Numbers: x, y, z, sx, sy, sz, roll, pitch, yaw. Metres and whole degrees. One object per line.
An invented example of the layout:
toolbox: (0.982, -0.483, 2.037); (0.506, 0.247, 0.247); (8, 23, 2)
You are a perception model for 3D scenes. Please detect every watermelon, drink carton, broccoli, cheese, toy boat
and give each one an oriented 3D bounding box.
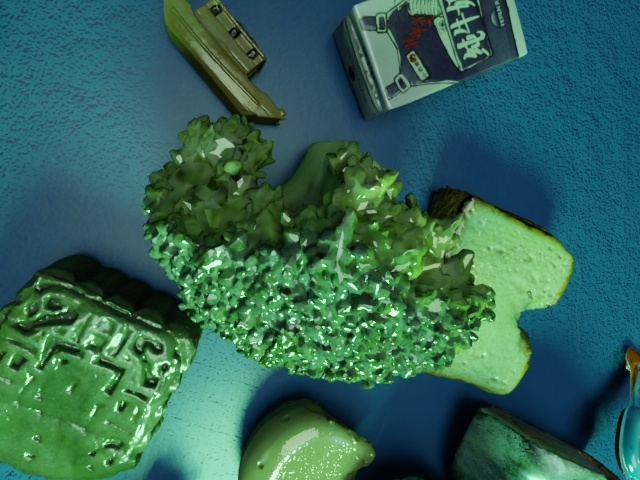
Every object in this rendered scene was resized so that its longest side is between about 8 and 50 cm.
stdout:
watermelon: (0.358, 0.412, 0.654); (0.322, 0.175, 0.188); (25, 90, -15)
drink carton: (0.145, -0.270, 0.554); (0.222, 0.102, 0.134); (-24, 105, -9)
broccoli: (-0.019, 0.013, 0.460); (0.338, 0.317, 0.277); (-21, 143, 4)
cheese: (0.563, 0.315, 0.723); (0.106, 0.037, 0.256); (36, 60, -21)
cheese: (-0.034, 0.333, 0.588); (0.175, 0.091, 0.202); (34, 89, -17)
toy boat: (-0.116, -0.229, 0.514); (0.077, 0.057, 0.200); (-44, 105, -12)

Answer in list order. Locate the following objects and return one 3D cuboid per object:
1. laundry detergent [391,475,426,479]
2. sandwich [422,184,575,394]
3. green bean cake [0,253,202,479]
laundry detergent: (0.139, 0.523, 0.553); (0.287, 0.287, 0.305); (42, 86, -15)
sandwich: (0.244, 0.085, 0.625); (0.249, 0.095, 0.273); (23, 92, -16)
green bean cake: (-0.277, 0.158, 0.490); (0.222, 0.125, 0.227); (29, 94, -15)
